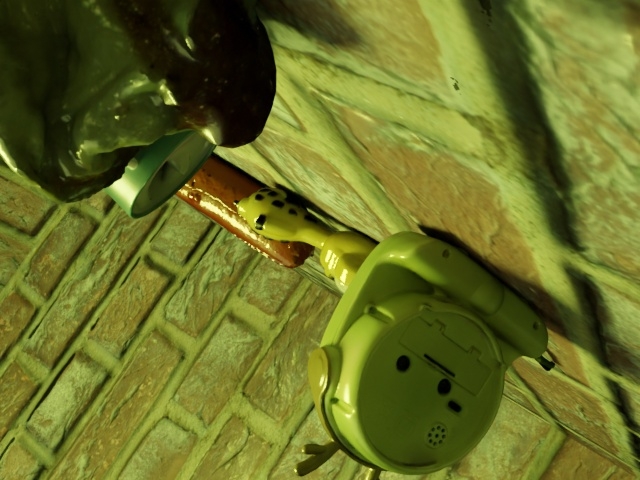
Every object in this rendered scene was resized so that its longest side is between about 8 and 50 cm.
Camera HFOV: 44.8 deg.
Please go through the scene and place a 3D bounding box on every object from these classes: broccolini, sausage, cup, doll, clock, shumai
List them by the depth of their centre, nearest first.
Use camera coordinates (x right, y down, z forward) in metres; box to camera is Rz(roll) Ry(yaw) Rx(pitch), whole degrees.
[{"bbox_3d":[-0.141,-0.165,0.578,0.222,0.204,0.271,49,-162,-60],"label":"shumai"},{"bbox_3d":[0.103,0.163,0.885,0.235,0.308,0.096,36,174,-25],"label":"clock"},{"bbox_3d":[-0.234,-0.143,0.949,0.173,0.167,0.300,42,-161,3],"label":"cup"},{"bbox_3d":[0.290,0.146,1.096,0.042,0.044,0.218,10,166,35],"label":"broccolini"},{"bbox_3d":[0.000,0.001,1.189,0.291,0.086,0.117,29,-147,17],"label":"doll"},{"bbox_3d":[-0.149,-0.069,1.328,0.330,0.102,0.102,33,174,12],"label":"sausage"}]
